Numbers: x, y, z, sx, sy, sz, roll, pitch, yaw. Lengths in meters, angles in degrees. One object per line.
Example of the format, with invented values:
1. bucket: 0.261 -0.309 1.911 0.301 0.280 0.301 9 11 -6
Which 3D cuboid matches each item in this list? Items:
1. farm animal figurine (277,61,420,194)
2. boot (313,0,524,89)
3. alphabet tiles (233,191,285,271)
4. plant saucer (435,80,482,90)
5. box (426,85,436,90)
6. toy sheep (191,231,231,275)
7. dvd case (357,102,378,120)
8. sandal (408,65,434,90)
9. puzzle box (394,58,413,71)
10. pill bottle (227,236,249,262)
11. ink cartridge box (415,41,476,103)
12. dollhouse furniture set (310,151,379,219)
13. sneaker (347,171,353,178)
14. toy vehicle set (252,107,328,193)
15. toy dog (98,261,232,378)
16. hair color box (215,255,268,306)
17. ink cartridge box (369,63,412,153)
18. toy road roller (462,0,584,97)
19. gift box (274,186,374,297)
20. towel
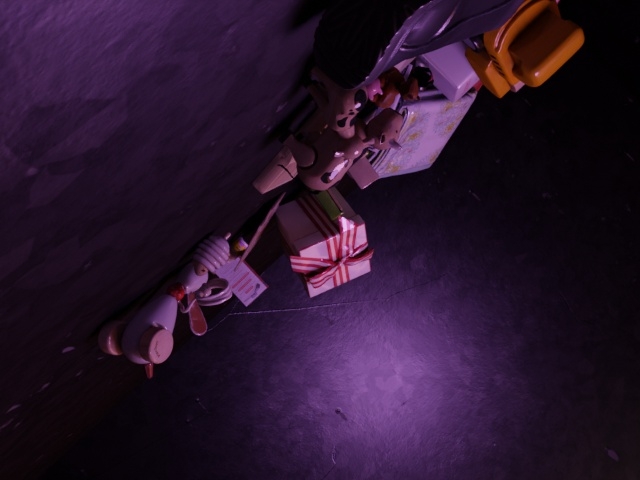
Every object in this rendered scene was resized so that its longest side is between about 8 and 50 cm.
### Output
1. farm animal figurine: 0.059 -0.209 1.219 0.327 0.172 0.330 -45 168 31
2. boot: 0.229 -0.402 0.897 0.445 0.146 0.367 -29 174 -39
3. alphabet tiles: -0.175 -0.036 1.933 0.237 0.009 0.198 -56 -178 35
4. plant saucer: 0.442 -0.486 2.185 0.259 0.047 0.258 -26 157 -40
5. box: 0.367 -0.492 2.340 0.395 0.097 0.318 -44 178 9
6. toy sheep: -0.266 0.032 1.589 0.132 0.091 0.091 -57 -179 -15
7. dvd case: 0.130 -0.351 1.888 0.239 0.029 0.179 -39 176 -33
8. sandal: 0.264 -0.426 1.669 0.179 0.067 0.040 -62 171 -63
9. puzzle box: 0.279 -0.517 1.314 0.409 0.052 0.272 -44 176 6
10. pill bottle: -0.261 0.030 1.971 0.083 0.043 0.043 -43 177 2
11. ink cartridge box: 0.450 -0.571 1.731 0.385 0.160 0.279 -43 176 9
12. dollhouse furniture set: 0.070 -0.177 1.923 0.198 0.151 0.301 -35 -178 1
13. sneaker: 0.175 -0.316 2.449 0.121 0.079 0.217 -40 175 -21
14. toy vehicle set: -0.033 -0.224 1.491 0.267 0.035 0.166 -45 176 28
15. toy dog: -0.377 0.210 1.598 0.334 0.220 0.161 -33 132 -32
16. hair color box: -0.259 0.121 2.080 0.093 0.167 0.053 -43 177 4
17. ink cartridge box: 0.174 -0.344 1.712 0.208 0.045 0.206 88 25 -83
18. toy road roller: 0.465 -0.433 1.446 0.202 0.240 0.329 -43 148 11
19. gift box: 0.000 0.000 2.025 0.255 0.258 0.276 -27 138 -8
20. towel: 0.310 -0.341 2.058 0.374 0.090 0.320 -19 153 -41
